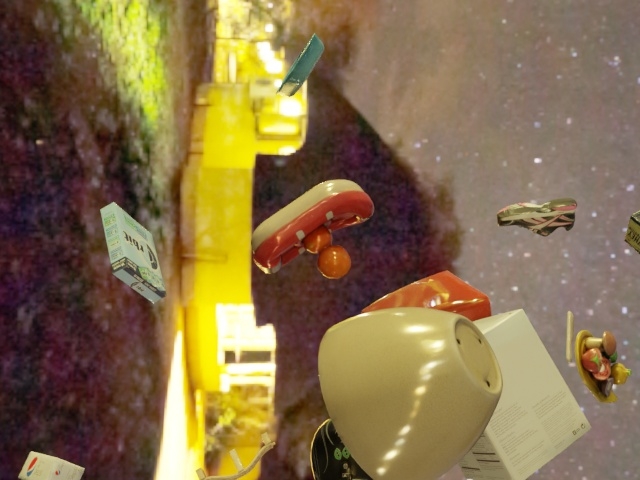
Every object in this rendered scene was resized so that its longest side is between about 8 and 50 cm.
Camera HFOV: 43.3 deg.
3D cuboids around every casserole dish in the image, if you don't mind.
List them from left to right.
[{"bbox_3d":[-0.039,-0.345,1.617,0.114,0.037,0.188,-61,-171,-11],"label":"casserole dish"}]

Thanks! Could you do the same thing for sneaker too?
[{"bbox_3d":[0.493,-0.042,1.829,0.072,0.178,0.077,-64,147,-66],"label":"sneaker"}]

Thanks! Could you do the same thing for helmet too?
[{"bbox_3d":[0.058,0.413,1.547,0.169,0.170,0.161,96,-4,-50],"label":"helmet"}]

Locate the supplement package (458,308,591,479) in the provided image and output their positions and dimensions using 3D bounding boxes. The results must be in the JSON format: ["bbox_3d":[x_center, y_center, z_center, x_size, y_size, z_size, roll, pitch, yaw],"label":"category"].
[{"bbox_3d":[0.337,0.304,1.569,0.262,0.199,0.198,60,-22,2],"label":"supplement package"}]

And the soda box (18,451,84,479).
[{"bbox_3d":[-0.618,0.533,1.844,0.216,0.074,0.069,-15,-132,54],"label":"soda box"}]

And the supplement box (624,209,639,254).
[{"bbox_3d":[0.699,-0.027,1.703,0.056,0.083,0.083,53,-17,38],"label":"supplement box"}]

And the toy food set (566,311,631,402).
[{"bbox_3d":[0.593,0.251,1.686,0.218,0.071,0.128,45,46,-32],"label":"toy food set"}]

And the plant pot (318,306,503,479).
[{"bbox_3d":[0.161,0.213,1.221,0.284,0.191,0.284,40,32,-31],"label":"plant pot"}]

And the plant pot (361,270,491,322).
[{"bbox_3d":[0.234,0.243,1.829,0.267,0.236,0.267,-137,-143,-74],"label":"plant pot"}]

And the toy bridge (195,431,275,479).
[{"bbox_3d":[-0.187,0.506,1.834,0.063,0.188,0.026,55,-14,40],"label":"toy bridge"}]

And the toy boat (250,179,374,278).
[{"bbox_3d":[0.000,0.000,1.422,0.151,0.231,0.151,54,-7,10],"label":"toy boat"}]

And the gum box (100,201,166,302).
[{"bbox_3d":[-0.416,0.028,1.790,0.157,0.041,0.184,51,13,-54],"label":"gum box"}]
